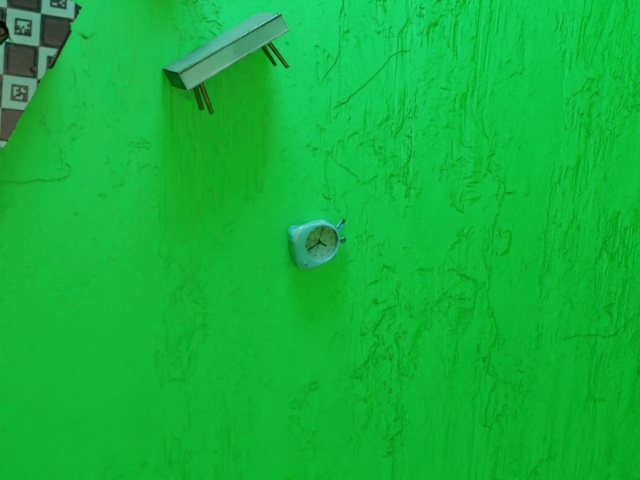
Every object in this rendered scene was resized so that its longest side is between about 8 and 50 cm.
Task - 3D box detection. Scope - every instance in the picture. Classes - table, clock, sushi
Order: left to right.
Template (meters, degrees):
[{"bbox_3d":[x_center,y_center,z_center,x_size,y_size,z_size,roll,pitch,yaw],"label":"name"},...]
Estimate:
[{"bbox_3d":[-0.611,-0.361,1.390,0.292,0.059,0.294,33,80,-26],"label":"sushi"},{"bbox_3d":[-0.176,-0.354,1.611,0.240,0.121,0.111,-34,117,-13],"label":"table"},{"bbox_3d":[0.000,0.000,1.845,0.147,0.045,0.108,-19,113,-21],"label":"clock"}]

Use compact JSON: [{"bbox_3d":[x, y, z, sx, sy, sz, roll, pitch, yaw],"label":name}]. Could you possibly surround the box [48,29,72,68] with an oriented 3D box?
[{"bbox_3d":[-0.509,-0.368,1.479,0.060,0.063,0.085,26,92,-31],"label":"box"}]
